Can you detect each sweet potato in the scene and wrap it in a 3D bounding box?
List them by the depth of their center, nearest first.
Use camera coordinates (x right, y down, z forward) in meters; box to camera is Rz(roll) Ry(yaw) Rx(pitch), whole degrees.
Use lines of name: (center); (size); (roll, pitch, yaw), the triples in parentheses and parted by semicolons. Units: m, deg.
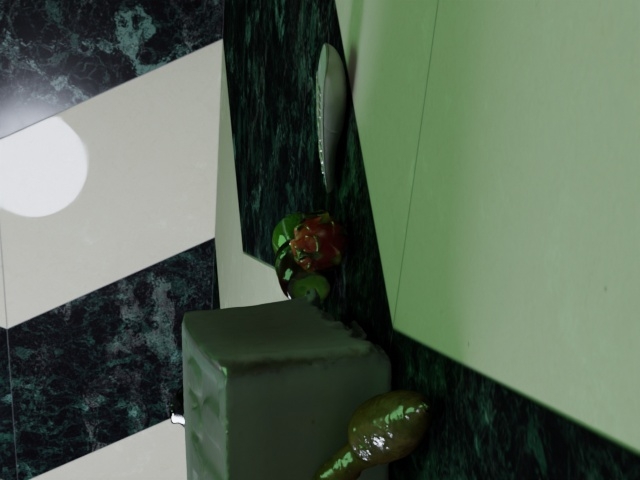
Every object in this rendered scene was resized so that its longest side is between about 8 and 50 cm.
sweet potato: (0.061, 0.213, 1.179); (0.269, 0.075, 0.075); (130, 140, -50)

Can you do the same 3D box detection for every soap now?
soap: (-0.059, 0.313, 1.435); (0.350, 0.213, 0.435); (-150, 57, -69)

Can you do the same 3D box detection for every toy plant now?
toy plant: (-0.028, 0.020, 1.635); (0.162, 0.093, 0.093); (-103, 17, -49)

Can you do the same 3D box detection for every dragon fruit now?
dragon fruit: (0.000, 0.001, 1.523); (0.116, 0.081, 0.086); (-35, -55, -74)

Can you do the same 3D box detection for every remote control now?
remote control: (0.017, -0.174, 1.527); (0.073, 0.044, 0.229); (-99, 5, -50)

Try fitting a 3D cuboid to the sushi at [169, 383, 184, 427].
sushi: (-0.118, 0.245, 1.809); (0.238, 0.225, 0.219); (-61, 7, 26)
